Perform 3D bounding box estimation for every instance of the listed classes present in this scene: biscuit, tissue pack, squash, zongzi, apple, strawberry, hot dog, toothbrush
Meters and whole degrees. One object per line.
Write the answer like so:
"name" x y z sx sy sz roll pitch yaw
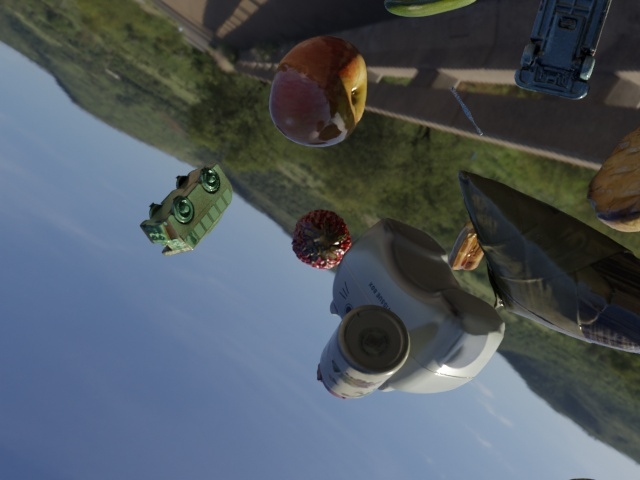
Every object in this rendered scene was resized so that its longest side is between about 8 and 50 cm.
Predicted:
"biscuit" 0.705 -0.144 1.418 0.102 0.296 0.296 33 -175 -12
"tissue pack" 0.174 0.141 1.330 0.229 0.236 0.333 17 -151 -43
"squash" 0.282 -0.584 1.626 0.258 0.069 0.069 -5 171 17
"zongzi" 0.343 0.029 0.915 0.289 0.154 0.317 20 166 37
"apple" -0.003 -0.279 1.280 0.164 0.210 0.209 13 177 20
"strawberry" 0.000 0.000 1.538 0.145 0.145 0.086 33 -169 -15
"hot dog" 0.439 0.004 1.957 0.250 0.104 0.076 96 169 -55
"toothbrush" 0.413 -0.368 1.909 0.162 0.014 0.017 57 -168 -4

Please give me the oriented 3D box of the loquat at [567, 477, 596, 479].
"loquat" 0.482 0.507 1.238 0.141 0.141 0.141 34 -176 -3

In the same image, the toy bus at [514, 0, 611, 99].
"toy bus" 0.416 -0.375 1.120 0.121 0.265 0.120 16 -165 15

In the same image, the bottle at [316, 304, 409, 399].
"bottle" 0.062 0.203 1.143 0.120 0.120 0.253 35 155 7

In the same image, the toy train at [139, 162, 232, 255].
"toy train" -0.363 -0.095 1.903 0.129 0.326 0.159 -10 122 32
